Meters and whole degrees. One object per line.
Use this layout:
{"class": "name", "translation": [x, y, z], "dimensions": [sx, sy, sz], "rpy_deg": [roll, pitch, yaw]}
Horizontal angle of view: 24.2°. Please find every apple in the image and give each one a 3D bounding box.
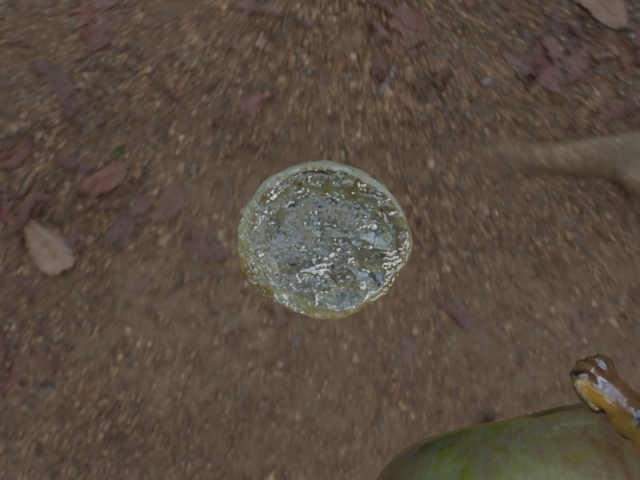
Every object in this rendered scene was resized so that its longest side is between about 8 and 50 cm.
{"class": "apple", "translation": [0.152, 0.230, 0.999], "dimensions": [0.257, 0.257, 0.234], "rpy_deg": [-16, 79, 5]}

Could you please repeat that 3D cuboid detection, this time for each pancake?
{"class": "pancake", "translation": [0.000, 0.000, 1.243], "dimensions": [0.151, 0.025, 0.151], "rpy_deg": [0, 121, 0]}

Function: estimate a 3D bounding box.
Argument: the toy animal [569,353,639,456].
{"class": "toy animal", "translation": [0.119, 0.147, 0.512], "dimensions": [0.116, 0.255, 0.114], "rpy_deg": [-3, 133, 46]}
